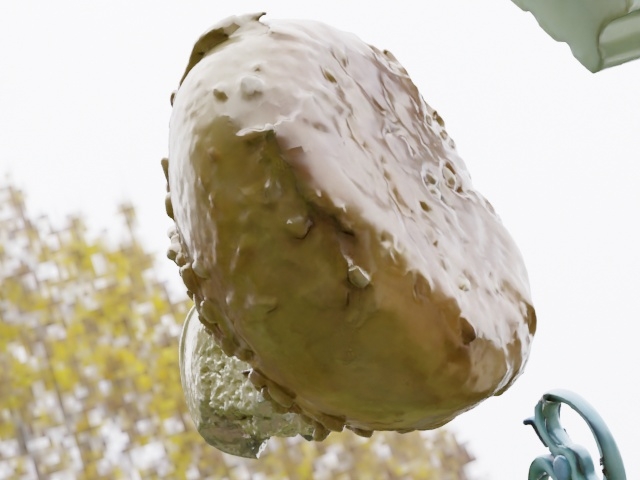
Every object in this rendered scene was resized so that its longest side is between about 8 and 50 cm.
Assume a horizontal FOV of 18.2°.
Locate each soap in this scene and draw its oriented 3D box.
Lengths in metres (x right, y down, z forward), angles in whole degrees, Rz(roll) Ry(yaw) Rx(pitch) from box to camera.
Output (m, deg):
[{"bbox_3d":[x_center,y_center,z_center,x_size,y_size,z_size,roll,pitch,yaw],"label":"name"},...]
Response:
[{"bbox_3d":[0.273,-0.238,1.656,0.265,0.160,0.087,-18,-37,-40],"label":"soap"}]

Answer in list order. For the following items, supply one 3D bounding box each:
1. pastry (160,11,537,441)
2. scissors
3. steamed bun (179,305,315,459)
[{"bbox_3d":[0.000,0.000,1.395,0.184,0.316,0.284,-36,-9,26],"label":"pastry"},{"bbox_3d":[0.314,0.316,2.018,0.032,0.393,0.180,-14,-42,-24],"label":"scissors"},{"bbox_3d":[-0.031,0.155,2.157,0.225,0.200,0.170,7,-80,-40],"label":"steamed bun"}]
